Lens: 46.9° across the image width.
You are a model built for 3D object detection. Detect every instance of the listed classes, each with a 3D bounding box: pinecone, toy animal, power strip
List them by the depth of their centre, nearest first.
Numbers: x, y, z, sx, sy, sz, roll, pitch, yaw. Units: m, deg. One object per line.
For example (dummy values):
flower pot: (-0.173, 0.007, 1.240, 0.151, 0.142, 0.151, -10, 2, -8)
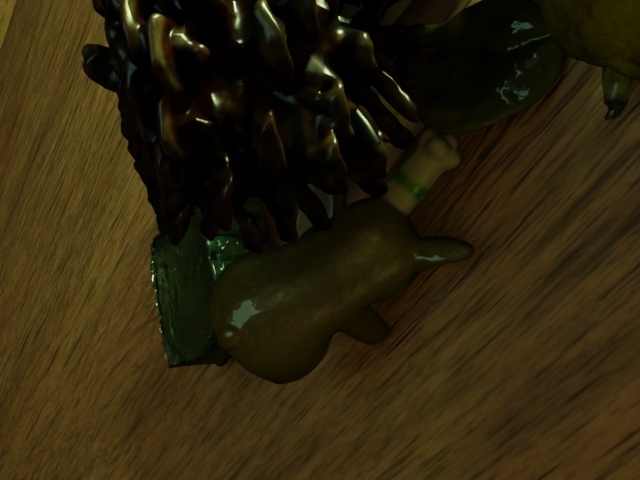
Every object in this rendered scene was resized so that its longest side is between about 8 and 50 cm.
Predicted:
pinecone: (-0.062, -0.175, 0.767, 0.398, 0.397, 0.398, -12, 74, 51)
toy animal: (0.039, 0.033, 0.911, 0.363, 0.180, 0.181, -30, 75, -2)
power strip: (0.000, 0.000, 1.064, 0.080, 0.029, 0.227, -9, 76, 50)

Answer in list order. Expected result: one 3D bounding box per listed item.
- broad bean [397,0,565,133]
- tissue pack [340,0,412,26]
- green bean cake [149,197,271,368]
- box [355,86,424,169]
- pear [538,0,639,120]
broad bean: (0.172, -0.196, 0.835, 0.206, 0.072, 0.153, 15, 101, 52)
tissue pack: (0.030, -0.494, 0.960, 0.297, 0.207, 0.380, -39, 54, 45)
green bean cake: (-0.174, 0.064, 1.199, 0.241, 0.132, 0.255, -42, 55, 41)
box: (0.073, -0.177, 0.988, 0.084, 0.040, 0.154, -53, 47, 34)
pear: (0.276, -0.273, 0.558, 0.287, 0.287, 0.375, 39, 129, 48)
